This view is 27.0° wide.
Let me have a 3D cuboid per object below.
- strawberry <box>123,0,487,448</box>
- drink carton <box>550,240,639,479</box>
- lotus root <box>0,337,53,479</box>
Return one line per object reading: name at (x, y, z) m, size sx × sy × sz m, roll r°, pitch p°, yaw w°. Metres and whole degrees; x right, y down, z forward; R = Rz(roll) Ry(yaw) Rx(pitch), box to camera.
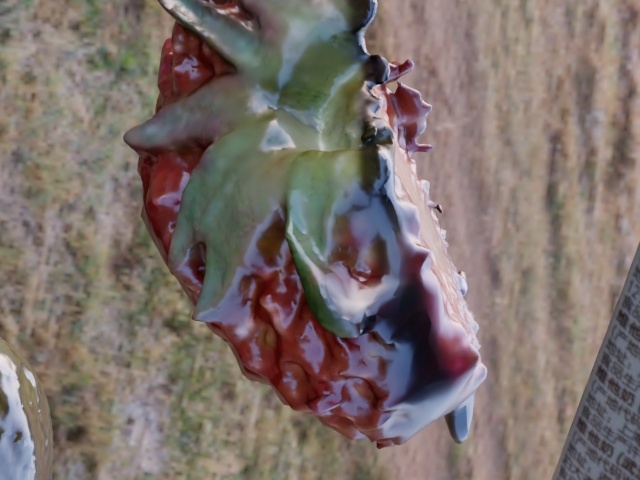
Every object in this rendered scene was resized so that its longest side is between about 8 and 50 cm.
strawberry at (0.000, 0.000, 0.639) m, size 0.306 × 0.138 × 0.233 m, roll 58°, pitch 17°, yaw -69°
drink carton at (0.202, 0.052, 0.490) m, size 0.194 × 0.132 × 0.324 m, roll -25°, pitch 140°, yaw -33°
lotus root at (-0.268, 0.122, 0.687) m, size 0.346 × 0.250 × 0.250 m, roll -49°, pitch -172°, yaw 49°
